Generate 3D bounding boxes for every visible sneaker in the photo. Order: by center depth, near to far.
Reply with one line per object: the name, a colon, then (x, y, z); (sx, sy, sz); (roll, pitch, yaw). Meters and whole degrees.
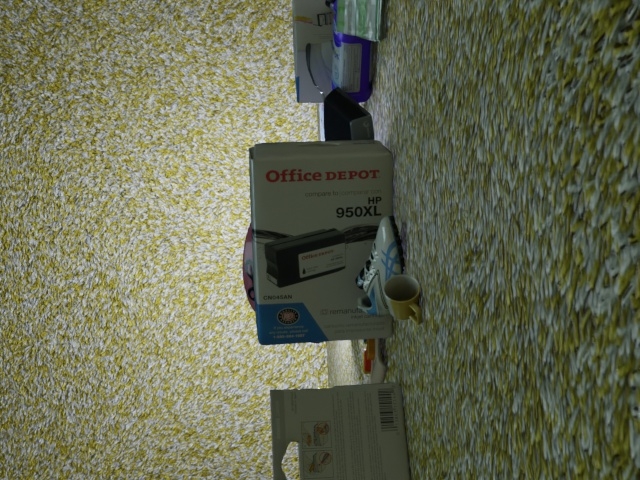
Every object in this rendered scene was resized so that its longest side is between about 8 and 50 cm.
sneaker: (0.112, 0.055, 1.498); (0.085, 0.086, 0.237); (-94, 5, -50)
sneaker: (0.060, -0.366, 1.924); (0.297, 0.129, 0.111); (64, -166, -49)

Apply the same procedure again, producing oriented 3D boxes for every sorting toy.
sorting toy: (0.119, 0.235, 1.851); (0.193, 0.038, 0.208); (94, 172, -60)

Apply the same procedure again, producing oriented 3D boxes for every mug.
mug: (0.139, 0.107, 1.322); (0.078, 0.062, 0.064); (-87, -9, -45)

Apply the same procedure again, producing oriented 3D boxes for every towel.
towel: (0.083, -0.471, 1.597); (0.152, 0.023, 0.113); (32, 127, 50)

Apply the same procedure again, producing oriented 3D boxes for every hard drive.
hard drive: (0.066, -0.199, 1.767); (0.172, 0.054, 0.254); (50, 155, 45)

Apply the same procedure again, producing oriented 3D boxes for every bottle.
bottle: (0.073, -0.450, 1.734); (0.118, 0.092, 0.283); (-102, 10, -52)

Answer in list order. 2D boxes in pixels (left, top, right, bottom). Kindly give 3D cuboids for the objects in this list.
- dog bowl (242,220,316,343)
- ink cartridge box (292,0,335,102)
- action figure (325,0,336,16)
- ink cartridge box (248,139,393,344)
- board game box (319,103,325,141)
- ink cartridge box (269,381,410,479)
dog bowl: (-0.043, 0.043, 1.943); (0.408, 0.150, 0.408); (-20, -67, -60)
ink cartridge box: (0.014, -0.496, 2.030); (0.171, 0.168, 0.232); (91, 176, -51)
action figure: (0.028, -0.640, 1.846); (0.185, 0.099, 0.285); (48, 174, 21)
ink cartridge box: (0.000, 0.000, 1.631); (0.166, 0.285, 0.395); (-111, 19, -73)
board game box: (0.043, -0.337, 2.482); (0.318, 0.066, 0.318); (125, 143, -84)
ink cartridge box: (0.037, 0.429, 1.506); (0.066, 0.261, 0.296); (98, 169, -66)
